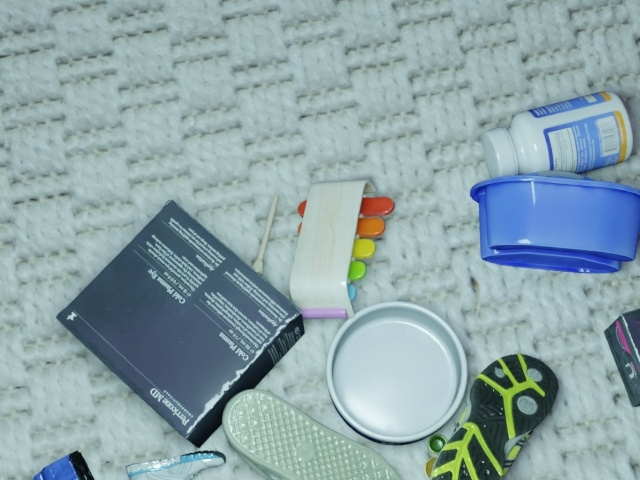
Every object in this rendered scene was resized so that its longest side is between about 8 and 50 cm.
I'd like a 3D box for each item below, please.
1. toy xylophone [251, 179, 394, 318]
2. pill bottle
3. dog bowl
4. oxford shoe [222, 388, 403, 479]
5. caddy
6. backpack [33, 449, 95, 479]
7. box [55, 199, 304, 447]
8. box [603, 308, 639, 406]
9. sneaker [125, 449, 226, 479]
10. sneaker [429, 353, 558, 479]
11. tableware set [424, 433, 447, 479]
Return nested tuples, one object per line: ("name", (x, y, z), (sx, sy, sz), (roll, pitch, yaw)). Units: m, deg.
("toy xylophone", (0.000, 0.000, 1.963), (0.236, 0.081, 0.322), (6, 60, 26))
("pill bottle", (0.473, -0.199, 2.018), (0.272, 0.152, 0.152), (-14, 73, -3))
("dog bowl", (0.143, 0.255, 1.907), (0.265, 0.104, 0.264), (-1, 72, 2))
("oxford shoe", (0.005, 0.432, 1.851), (0.449, 0.130, 0.169), (37, 70, -3))
("caddy", (0.457, -0.049, 1.926), (0.342, 0.241, 0.179), (5, 77, 3))
("backpack", (-0.468, 0.465, 1.861), (0.101, 0.098, 0.120), (-28, 87, 2))
("box", (-0.259, 0.160, 1.907), (0.343, 0.179, 0.312), (41, 77, 13))
("box", (0.704, 0.193, 1.893), (0.270, 0.143, 0.165), (-16, 72, -3))
("sneaker", (-0.266, 0.445, 1.882), (0.191, 0.071, 0.082), (-13, 79, 6))
("sneaker", (0.303, 0.357, 1.841), (0.145, 0.147, 0.385), (37, 55, 15))
("tableware set", (0.248, 0.445, 1.886), (0.104, 0.024, 0.154), (3, 73, 2))
